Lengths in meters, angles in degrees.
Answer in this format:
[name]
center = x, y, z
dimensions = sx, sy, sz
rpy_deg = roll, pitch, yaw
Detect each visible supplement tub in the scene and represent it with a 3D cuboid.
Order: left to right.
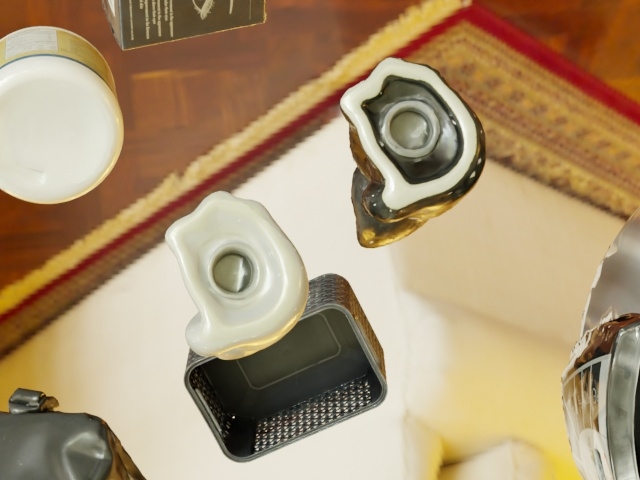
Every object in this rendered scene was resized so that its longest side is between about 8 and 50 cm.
[supplement tub]
center = -0.274, -0.132, 1.376
dimensions = 0.144, 0.199, 0.144
rpy_deg = -4, 111, -11

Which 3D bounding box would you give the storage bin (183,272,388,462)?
[storage bin]
center = -0.034, 0.127, 1.380
dimensions = 0.180, 0.084, 0.122
rpy_deg = -25, 108, 8

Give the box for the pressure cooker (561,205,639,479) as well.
[pressure cooker]
center = 0.366, 0.097, 0.883
dimensions = 0.370, 0.375, 0.420
rpy_deg = 24, -175, 0

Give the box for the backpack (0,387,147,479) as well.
[backpack]
center = -0.201, 0.299, 1.094
dimensions = 0.290, 0.273, 0.355
rpy_deg = -6, 151, 27

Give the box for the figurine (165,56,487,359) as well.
[figurine]
center = 0.000, 0.000, 0.892
dimensions = 0.215, 0.092, 0.209
rpy_deg = -38, 170, -6

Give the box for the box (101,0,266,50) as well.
[box]
center = -0.180, -0.357, 1.821
dimensions = 0.207, 0.108, 0.153
rpy_deg = -13, 141, -16
